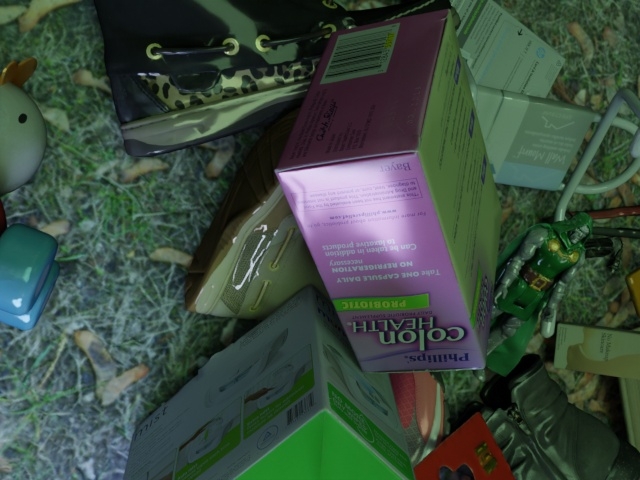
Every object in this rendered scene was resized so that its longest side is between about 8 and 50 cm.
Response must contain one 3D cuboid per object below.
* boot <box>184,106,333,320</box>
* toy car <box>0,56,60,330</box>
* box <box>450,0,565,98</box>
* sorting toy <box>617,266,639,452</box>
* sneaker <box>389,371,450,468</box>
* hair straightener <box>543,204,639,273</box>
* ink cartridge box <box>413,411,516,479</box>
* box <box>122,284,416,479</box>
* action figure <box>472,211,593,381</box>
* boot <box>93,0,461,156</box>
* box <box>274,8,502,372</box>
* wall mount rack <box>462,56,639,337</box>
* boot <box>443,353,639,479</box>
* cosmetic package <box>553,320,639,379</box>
[{"bbox_3d":[0.000,0.000,0.882,0.204,0.095,0.262,20,120,-23],"label":"boot"},{"bbox_3d":[-0.314,-0.074,0.754,0.219,0.210,0.237,23,73,-10],"label":"toy car"},{"bbox_3d":[0.187,-0.206,1.017,0.186,0.038,0.145,30,83,-20],"label":"box"},{"bbox_3d":[0.468,0.188,1.155,0.196,0.047,0.347,-15,99,-24],"label":"sorting toy"},{"bbox_3d":[0.038,0.258,0.951,0.136,0.116,0.313,24,85,-20],"label":"sneaker"},{"bbox_3d":[0.379,0.000,1.103,0.231,0.047,0.088,-5,95,-21],"label":"hair straightener"},{"bbox_3d":[0.237,0.360,0.824,0.384,0.091,0.308,61,27,10],"label":"ink cartridge box"},{"bbox_3d":[-0.062,0.202,0.799,0.262,0.231,0.127,-41,109,11],"label":"box"},{"bbox_3d":[0.223,0.058,0.953,0.137,0.063,0.232,23,118,-20],"label":"action figure"},{"bbox_3d":[-0.063,-0.269,0.859,0.378,0.138,0.284,-22,102,-8],"label":"boot"},{"bbox_3d":[0.076,-0.041,0.764,0.213,0.117,0.242,-73,148,-45],"label":"box"},{"bbox_3d":[0.208,-0.046,0.981,0.350,0.130,0.304,8,128,-11],"label":"wall mount rack"},{"bbox_3d":[0.224,0.324,1.047,0.223,0.118,0.338,39,73,-13],"label":"boot"},{"bbox_3d":[0.355,0.138,1.071,0.115,0.041,0.060,5,91,22],"label":"cosmetic package"}]
